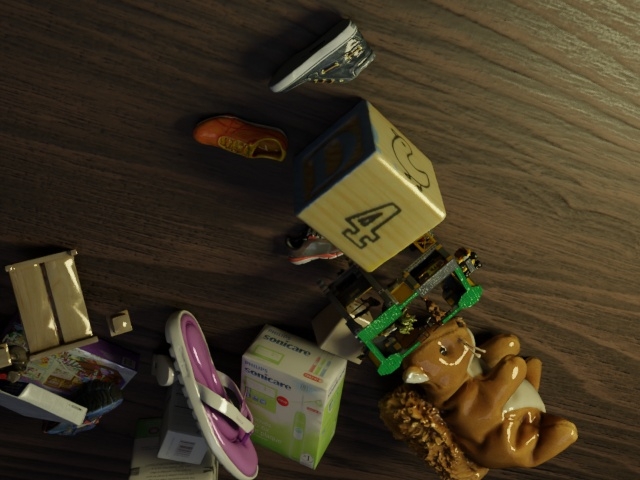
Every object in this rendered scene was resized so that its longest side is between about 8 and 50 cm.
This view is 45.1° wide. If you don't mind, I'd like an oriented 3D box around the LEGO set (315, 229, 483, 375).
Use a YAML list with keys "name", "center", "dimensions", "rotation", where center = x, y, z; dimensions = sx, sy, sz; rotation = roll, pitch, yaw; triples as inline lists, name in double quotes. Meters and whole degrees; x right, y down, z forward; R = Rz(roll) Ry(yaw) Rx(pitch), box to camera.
- name: "LEGO set"
  center: [0.152, 0.095, 1.590]
  dimensions: [0.331, 0.192, 0.255]
  rotation: [-45, 140, 6]

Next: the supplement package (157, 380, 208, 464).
- name: "supplement package"
  center: [-0.309, 0.409, 1.791]
  dimensions: [0.105, 0.179, 0.105]
  rotation: [15, 126, -15]

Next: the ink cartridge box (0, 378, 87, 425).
- name: "ink cartridge box"
  center: [-0.661, 0.336, 1.673]
  dimensions: [0.223, 0.045, 0.224]
  rotation: [-2, 150, 36]

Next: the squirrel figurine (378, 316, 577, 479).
- name: "squirrel figurine"
  center: [0.295, 0.360, 1.743]
  dimensions: [0.370, 0.281, 0.397]
  rotation: [35, 117, -20]

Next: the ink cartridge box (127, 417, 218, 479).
- name: "ink cartridge box"
  center: [-0.351, 0.565, 1.854]
  dimensions: [0.199, 0.272, 0.114]
  rotation: [-3, 129, -1]

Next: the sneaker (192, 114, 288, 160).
- name: "sneaker"
  center: [-0.144, -0.184, 1.399]
  dimensions: [0.175, 0.067, 0.064]
  rotation: [6, 130, -6]

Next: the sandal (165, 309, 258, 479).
- name: "sandal"
  center: [-0.214, 0.339, 1.674]
  dimensions: [0.102, 0.169, 0.416]
  rotation: [-22, 102, 14]

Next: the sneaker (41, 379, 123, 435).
- name: "sneaker"
  center: [-0.531, 0.386, 1.761]
  dimensions: [0.221, 0.083, 0.087]
  rotation: [-25, 140, 23]

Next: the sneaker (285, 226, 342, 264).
- name: "sneaker"
  center: [0.000, 0.000, 1.563]
  dimensions: [0.158, 0.061, 0.064]
  rotation: [-18, 121, 10]

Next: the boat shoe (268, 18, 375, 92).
- name: "boat shoe"
  center: [0.003, -0.292, 1.322]
  dimensions: [0.183, 0.065, 0.083]
  rotation: [-32, 122, 19]

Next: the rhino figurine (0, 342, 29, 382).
- name: "rhino figurine"
  center: [-0.733, 0.243, 1.618]
  dimensions: [0.243, 0.106, 0.073]
  rotation: [9, 93, -3]

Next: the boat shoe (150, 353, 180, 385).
- name: "boat shoe"
  center: [-0.334, 0.288, 1.714]
  dimensions: [0.063, 0.066, 0.184]
  rotation: [6, 171, -22]

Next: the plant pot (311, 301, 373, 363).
- name: "plant pot"
  center: [0.057, 0.188, 1.692]
  dimensions: [0.109, 0.109, 0.096]
  rotation: [25, 110, -22]

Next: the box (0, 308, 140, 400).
- name: "box"
  center: [-0.590, 0.282, 1.749]
  dimensions: [0.293, 0.057, 0.201]
  rotation: [29, 121, -24]

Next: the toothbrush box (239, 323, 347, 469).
- name: "toothbrush box"
  center: [-0.068, 0.358, 1.758]
  dimensions: [0.206, 0.122, 0.283]
  rotation: [20, 129, 15]

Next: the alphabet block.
- name: "alphabet block"
  center: [0.083, -0.097, 1.406]
  dimensions: [0.193, 0.192, 0.197]
  rotation: [-37, 123, 25]

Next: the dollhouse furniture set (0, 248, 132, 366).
- name: "dollhouse furniture set"
  center: [-0.606, 0.082, 1.579]
  dimensions: [0.356, 0.174, 0.303]
  rotation: [-14, 97, -28]
